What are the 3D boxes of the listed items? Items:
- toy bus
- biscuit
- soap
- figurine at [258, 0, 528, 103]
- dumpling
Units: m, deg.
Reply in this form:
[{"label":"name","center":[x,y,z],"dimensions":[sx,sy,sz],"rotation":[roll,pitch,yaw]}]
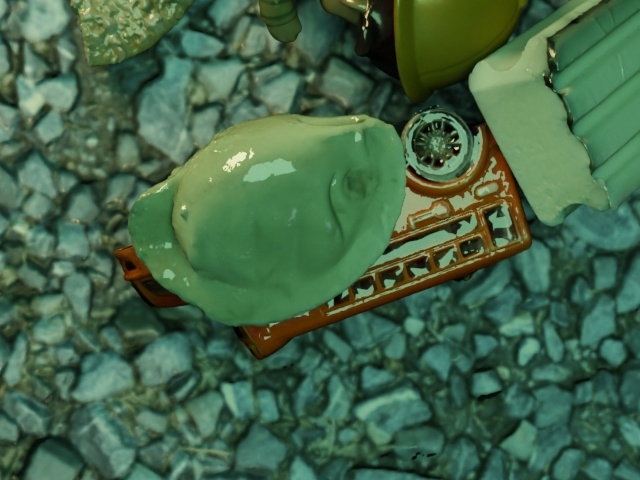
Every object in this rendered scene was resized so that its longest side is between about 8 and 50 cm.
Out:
[{"label":"toy bus","center":[0.000,0.000,1.362],"dimensions":[0.329,0.143,0.153],"rotation":[-19,93,-9]},{"label":"biscuit","center":[-0.157,-0.279,1.384],"dimensions":[0.133,0.032,0.250],"rotation":[-10,92,-10]},{"label":"soap","center":[0.245,-0.135,1.362],"dimensions":[0.261,0.094,0.150],"rotation":[-36,105,-42]},{"label":"figurine","center":[0.045,-0.229,1.347],"dimensions":[0.257,0.167,0.192],"rotation":[26,61,-6]},{"label":"dumpling","center":[-0.037,-0.028,1.245],"dimensions":[0.219,0.108,0.153],"rotation":[-16,134,7]}]
